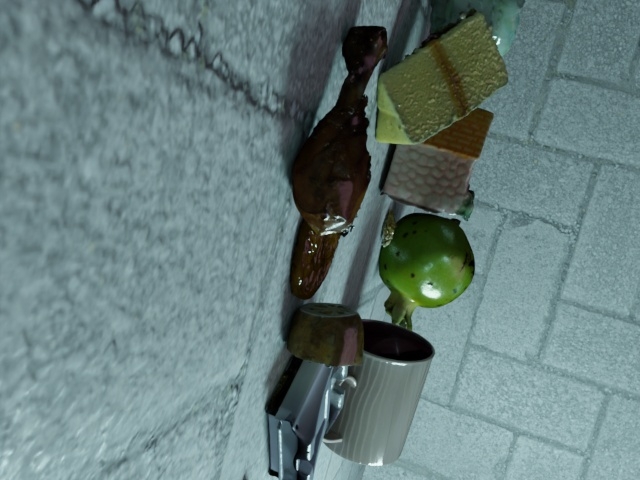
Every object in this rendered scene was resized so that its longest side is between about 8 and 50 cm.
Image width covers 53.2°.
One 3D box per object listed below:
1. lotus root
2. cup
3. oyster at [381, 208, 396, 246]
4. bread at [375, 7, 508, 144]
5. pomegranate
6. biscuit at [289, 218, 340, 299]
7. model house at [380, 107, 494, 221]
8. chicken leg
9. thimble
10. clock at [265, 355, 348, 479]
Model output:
[{"bbox_3d":[0.006,0.142,0.967,0.122,0.112,0.081,-157,-108,-73],"label":"lotus root"},{"bbox_3d":[0.110,0.336,1.396,0.288,0.208,0.273,-34,140,-71],"label":"cup"},{"bbox_3d":[0.169,-0.029,1.574,0.051,0.034,0.093,-46,146,-77],"label":"oyster"},{"bbox_3d":[0.215,-0.271,1.155,0.266,0.142,0.178,-34,164,-18],"label":"bread"},{"bbox_3d":[0.264,0.084,1.664,0.260,0.260,0.341,60,51,-71],"label":"pomegranate"},{"bbox_3d":[0.001,0.001,0.953,0.188,0.027,0.188,16,90,-77],"label":"biscuit"},{"bbox_3d":[0.268,-0.188,1.415,0.237,0.202,0.237,-22,128,-73],"label":"model house"},{"bbox_3d":[0.028,-0.147,0.797,0.113,0.093,0.304,119,-14,-66],"label":"chicken leg"},{"bbox_3d":[0.303,-0.469,1.252,0.185,0.149,0.211,-90,-176,-71],"label":"thimble"},{"bbox_3d":[-0.022,0.296,1.087,0.253,0.083,0.186,93,20,-45],"label":"clock"}]
